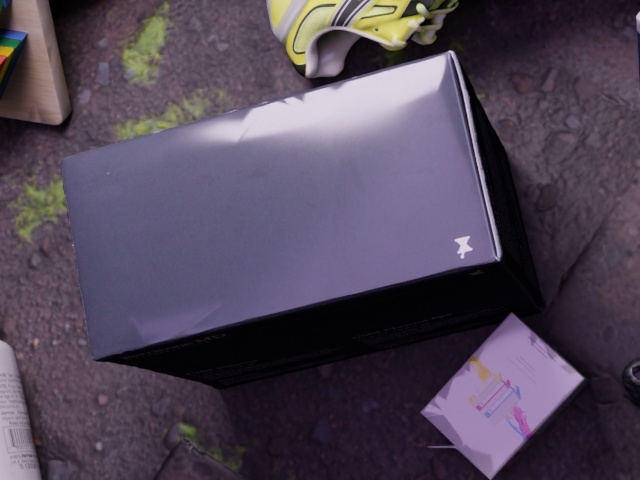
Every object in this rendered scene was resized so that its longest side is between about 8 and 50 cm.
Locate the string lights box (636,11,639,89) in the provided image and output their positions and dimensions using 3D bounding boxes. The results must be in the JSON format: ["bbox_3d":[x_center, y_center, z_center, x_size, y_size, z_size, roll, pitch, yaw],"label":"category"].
[{"bbox_3d":[0.345,-0.176,1.171,0.133,0.260,0.077,-46,74,2],"label":"string lights box"}]

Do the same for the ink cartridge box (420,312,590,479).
[{"bbox_3d":[0.165,0.151,1.250,0.090,0.092,0.143,43,94,16],"label":"ink cartridge box"}]

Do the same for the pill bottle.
[{"bbox_3d":[-0.363,0.162,1.364,0.131,0.131,0.229,-18,76,11],"label":"pill bottle"}]

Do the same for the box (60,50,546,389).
[{"bbox_3d":[0.000,0.000,1.204,0.343,0.312,0.179,-14,77,11],"label":"box"}]

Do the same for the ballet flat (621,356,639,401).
[{"bbox_3d":[0.358,0.139,1.224,0.173,0.049,0.057,6,83,15],"label":"ballet flat"}]

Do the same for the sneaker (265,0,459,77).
[{"bbox_3d":[0.104,-0.262,1.276,0.385,0.145,0.147,-15,88,45],"label":"sneaker"}]

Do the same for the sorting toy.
[{"bbox_3d":[-0.407,-0.225,1.379,0.257,0.255,0.089,10,42,16],"label":"sorting toy"}]
